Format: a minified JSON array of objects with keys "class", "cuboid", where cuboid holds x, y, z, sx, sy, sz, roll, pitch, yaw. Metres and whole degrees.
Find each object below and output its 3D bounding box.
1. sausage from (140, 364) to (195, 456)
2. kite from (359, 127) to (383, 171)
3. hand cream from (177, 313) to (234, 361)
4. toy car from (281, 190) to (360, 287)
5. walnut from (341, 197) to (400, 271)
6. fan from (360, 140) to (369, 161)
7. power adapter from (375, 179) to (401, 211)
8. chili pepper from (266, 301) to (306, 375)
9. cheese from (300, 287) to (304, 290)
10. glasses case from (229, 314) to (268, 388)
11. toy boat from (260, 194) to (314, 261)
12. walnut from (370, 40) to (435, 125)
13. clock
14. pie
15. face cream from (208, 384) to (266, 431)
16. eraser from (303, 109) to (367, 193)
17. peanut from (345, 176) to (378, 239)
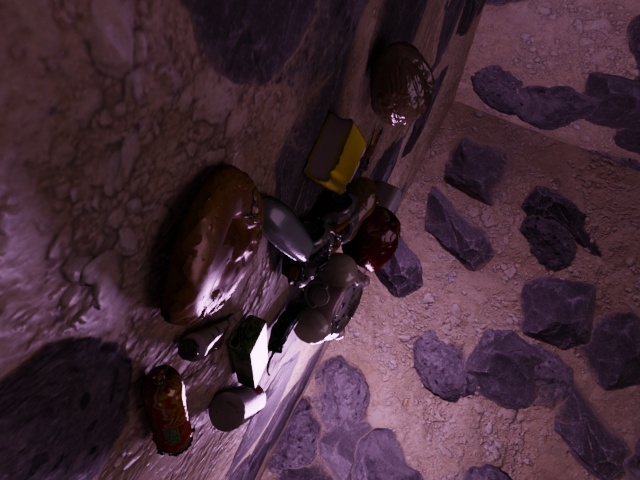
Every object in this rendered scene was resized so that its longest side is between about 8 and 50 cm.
[{"class":"sausage","cuboid":[-0.270,0.293,0.788,0.083,0.083,0.264,-53,162,-41]},{"class":"kite","cuboid":[0.166,-0.293,1.528,0.241,0.014,0.184,-54,165,-40]},{"class":"hand cream","cuboid":[-0.216,0.194,0.885,0.234,0.050,0.080,22,90,-84]},{"class":"toy car","cuboid":[0.001,0.002,1.222,0.301,0.117,0.193,-51,164,-43]},{"class":"walnut","cuboid":[0.178,-0.025,1.741,0.221,0.244,0.269,3,128,-34]},{"class":"fan","cuboid":[0.139,-0.285,1.463,0.083,0.004,0.056,-63,168,-8]},{"class":"power adapter","cuboid":[0.243,-0.108,1.963,0.255,0.124,0.187,-62,167,-12]},{"class":"chili pepper","cuboid":[-0.111,0.273,1.408,0.279,0.065,0.122,-57,162,-47]},{"class":"cheese","cuboid":[-0.062,0.114,1.349,0.060,0.041,0.084,-42,141,-77]},{"class":"glasses case","cuboid":[-0.182,0.291,1.163,0.272,0.062,0.095,99,13,-54]},{"class":"toy boat","cuboid":[-0.082,-0.026,0.933,0.078,0.085,0.260,-61,156,-12]},{"class":"walnut","cuboid":[0.204,-0.399,1.151,0.178,0.178,0.230,-59,155,-20]},{"class":"clock","cuboid":[0.041,0.217,1.680,0.343,0.183,0.326,-69,164,-3]},{"class":"pie","cuboid":[-0.159,0.014,0.697,0.274,0.069,0.273,-62,172,-16]},{"class":"face cream","cuboid":[-0.221,0.450,1.237,0.096,0.095,0.214,-63,168,-6]},{"class":"eraser","cuboid":[0.042,-0.200,1.087,0.158,0.069,0.226,-68,167,5]},{"class":"peanut","cuboid":[0.112,-0.094,1.490,0.237,0.110,0.120,-65,176,11]}]
